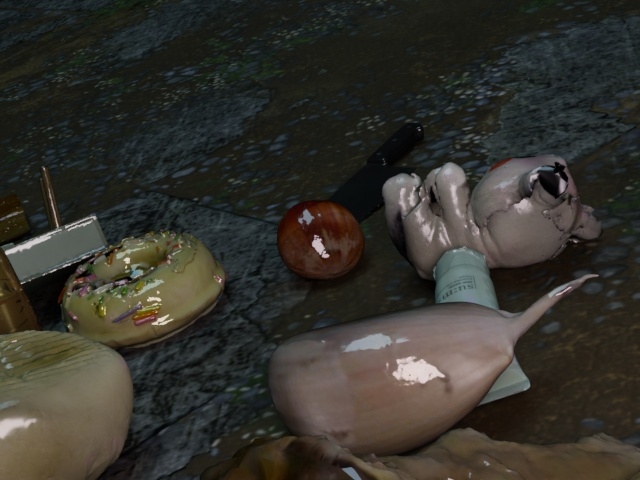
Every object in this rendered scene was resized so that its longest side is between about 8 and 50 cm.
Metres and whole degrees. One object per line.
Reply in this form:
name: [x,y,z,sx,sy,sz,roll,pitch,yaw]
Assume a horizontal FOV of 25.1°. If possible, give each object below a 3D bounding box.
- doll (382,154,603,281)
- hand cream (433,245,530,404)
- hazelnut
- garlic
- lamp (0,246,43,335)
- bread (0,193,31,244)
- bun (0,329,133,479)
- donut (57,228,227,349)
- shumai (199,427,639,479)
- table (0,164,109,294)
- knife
doll: [0.153,-0.022,1.278,0.192,0.149,0.095,-14,63,27]
hand cream: [0.121,0.074,1.160,0.078,0.050,0.205,-19,26,11]
hazelnut: [0.000,0.000,1.383,0.086,0.086,0.086,-14,23,6]
garlic: [0.073,0.091,1.070,0.266,0.128,0.148,-9,52,20]
lamp: [-0.363,0.086,1.338,0.185,0.161,0.161,-23,23,-19]
bread: [-0.405,-0.019,1.754,0.094,0.035,0.090,-23,23,-12]
bun: [-0.243,0.151,1.144,0.193,0.128,0.178,-16,20,-27]
donut: [-0.177,0.044,1.409,0.174,0.068,0.174,-14,24,6]
shumai: [0.087,0.218,0.776,0.346,0.217,0.283,12,3,32]
table: [-0.354,0.014,1.496,0.240,0.111,0.121,-23,-4,-15]
knife: [0.064,-0.067,1.566,0.072,0.019,0.245,5,34,34]
